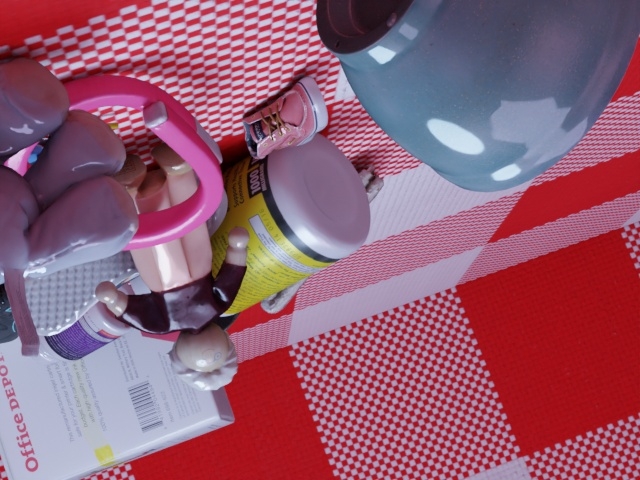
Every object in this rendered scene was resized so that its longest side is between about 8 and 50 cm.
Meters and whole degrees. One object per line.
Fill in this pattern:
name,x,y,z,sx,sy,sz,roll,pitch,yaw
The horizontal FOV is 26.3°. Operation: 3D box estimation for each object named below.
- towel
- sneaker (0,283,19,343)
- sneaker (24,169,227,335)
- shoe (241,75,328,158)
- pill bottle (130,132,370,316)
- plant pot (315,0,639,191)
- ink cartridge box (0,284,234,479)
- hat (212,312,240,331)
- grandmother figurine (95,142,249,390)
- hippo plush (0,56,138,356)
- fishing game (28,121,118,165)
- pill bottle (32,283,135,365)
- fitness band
towel,0.000,0.000,2.174,0.282,0.049,0.187,-51,178,-1
sneaker,-0.432,0.062,1.981,0.267,0.101,0.106,-31,151,17
sneaker,-0.273,-0.001,1.846,0.321,0.126,0.127,-32,-164,2
shoe,-0.047,-0.147,1.706,0.081,0.063,0.178,-23,173,-14
pill bottle,-0.109,-0.006,1.931,0.334,0.187,0.188,-28,166,32
plant pot,0.122,-0.213,1.268,0.196,0.293,0.293,22,144,-33
ink cartridge box,-0.385,0.257,2.439,0.385,0.279,0.160,-21,169,3
hat,-0.158,0.051,2.175,0.331,0.134,0.331,-48,-178,2
grandmother figurine,-0.184,0.049,1.762,0.208,0.342,0.104,-15,-150,0
hippo plush,-0.329,-0.016,1.360,0.234,0.294,0.237,5,167,-33
fishing game,-0.339,-0.070,1.622,0.189,0.041,0.264,-7,162,-41
pill bottle,-0.402,0.138,2.282,0.193,0.108,0.108,-29,166,32
fitness band,-0.228,-0.077,1.527,0.209,0.054,0.291,-25,148,12
